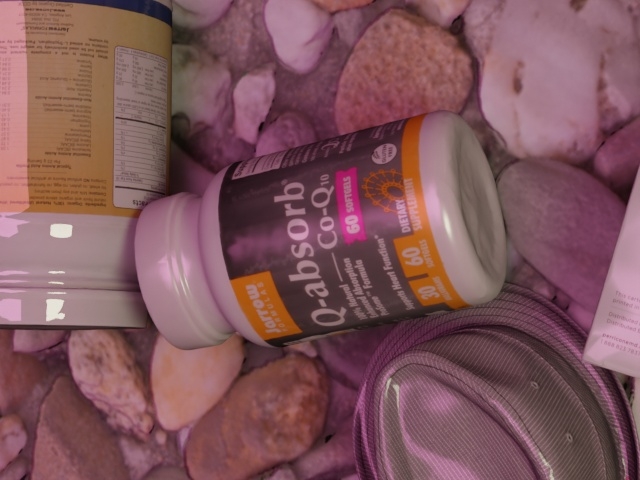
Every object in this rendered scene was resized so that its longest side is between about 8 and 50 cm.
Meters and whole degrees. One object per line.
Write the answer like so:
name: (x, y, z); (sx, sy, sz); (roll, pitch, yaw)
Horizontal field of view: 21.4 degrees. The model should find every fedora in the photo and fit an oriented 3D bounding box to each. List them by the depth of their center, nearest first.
fedora: (0.121, 0.166, 1.347); (0.244, 0.124, 0.275); (-33, 73, 20)

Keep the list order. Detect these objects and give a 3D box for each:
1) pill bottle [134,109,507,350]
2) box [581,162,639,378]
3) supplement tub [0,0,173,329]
pill bottle: (0.000, 0.000, 1.388); (0.278, 0.162, 0.162); (-14, 80, 20)
box: (0.315, 0.032, 1.264); (0.181, 0.119, 0.181); (18, 94, 26)
supplement tub: (-0.245, -0.080, 1.489); (0.228, 0.228, 0.316); (-1, 86, 26)
